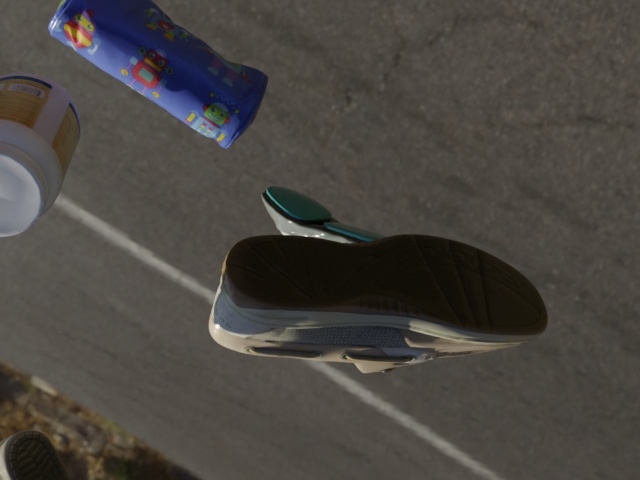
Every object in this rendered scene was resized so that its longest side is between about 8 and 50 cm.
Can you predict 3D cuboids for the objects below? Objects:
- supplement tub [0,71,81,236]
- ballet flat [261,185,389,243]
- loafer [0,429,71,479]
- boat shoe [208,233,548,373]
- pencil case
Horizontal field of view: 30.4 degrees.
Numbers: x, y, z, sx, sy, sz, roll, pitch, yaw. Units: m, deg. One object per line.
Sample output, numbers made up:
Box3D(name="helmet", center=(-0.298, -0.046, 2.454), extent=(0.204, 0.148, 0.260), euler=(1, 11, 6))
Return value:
Box3D(name="supplement tub", center=(-0.388, -0.109, 1.481), extent=(0.144, 0.200, 0.144), euler=(1, 123, 1))
Box3D(name="ballet flat", center=(0.000, 0.000, 1.341), extent=(0.072, 0.068, 0.213), euler=(-3, -158, -44))
Box3D(name="loafer", center=(-0.346, 0.361, 1.490), extent=(0.092, 0.102, 0.269), euler=(-8, 105, 42))
Box3D(name="boat shoe", center=(0.052, 0.063, 1.043), extent=(0.302, 0.109, 0.098), euler=(4, 136, -19))
Box3D(name="pencil case", center=(-0.216, -0.253, 1.599), extent=(0.306, 0.133, 0.119), euler=(34, 119, -12))
